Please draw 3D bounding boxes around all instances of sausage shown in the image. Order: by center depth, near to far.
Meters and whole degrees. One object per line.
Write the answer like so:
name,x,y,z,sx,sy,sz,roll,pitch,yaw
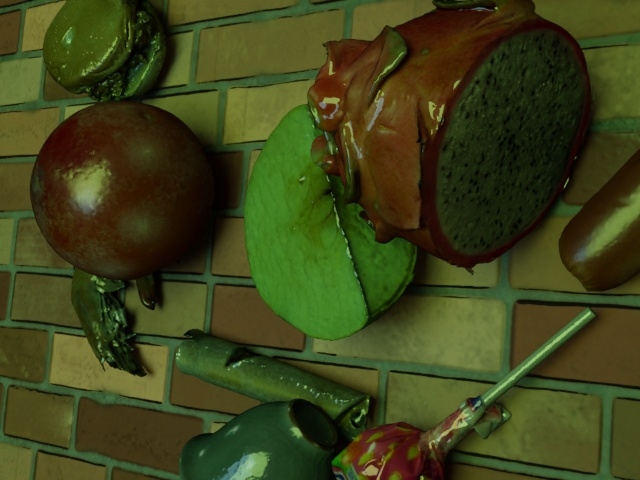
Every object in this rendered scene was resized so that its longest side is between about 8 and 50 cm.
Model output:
sausage,0.368,-0.068,0.929,0.300,0.083,0.089,-52,47,16

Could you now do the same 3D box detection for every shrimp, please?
shrimp,-0.315,0.093,1.400,0.173,0.058,0.253,-45,58,11

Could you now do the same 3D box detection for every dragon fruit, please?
dragon fruit,0.126,-0.135,0.983,0.225,0.305,0.305,28,99,42

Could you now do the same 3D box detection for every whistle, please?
whistle,-0.069,0.193,1.209,0.326,0.057,0.068,15,101,35

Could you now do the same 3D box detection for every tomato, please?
tomato,-0.296,-0.077,1.290,0.265,0.265,0.265,-6,80,34

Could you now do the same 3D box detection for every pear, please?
pear,0.002,-0.004,1.150,0.239,0.139,0.288,-30,71,44

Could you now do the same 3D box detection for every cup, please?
cup,-0.054,0.275,1.101,0.150,0.199,0.199,-48,60,18

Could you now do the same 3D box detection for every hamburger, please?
hamburger,-0.348,-0.322,1.439,0.215,0.122,0.189,40,99,36

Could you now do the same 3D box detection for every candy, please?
candy,0.171,0.198,1.022,0.365,0.124,0.124,-44,61,13
